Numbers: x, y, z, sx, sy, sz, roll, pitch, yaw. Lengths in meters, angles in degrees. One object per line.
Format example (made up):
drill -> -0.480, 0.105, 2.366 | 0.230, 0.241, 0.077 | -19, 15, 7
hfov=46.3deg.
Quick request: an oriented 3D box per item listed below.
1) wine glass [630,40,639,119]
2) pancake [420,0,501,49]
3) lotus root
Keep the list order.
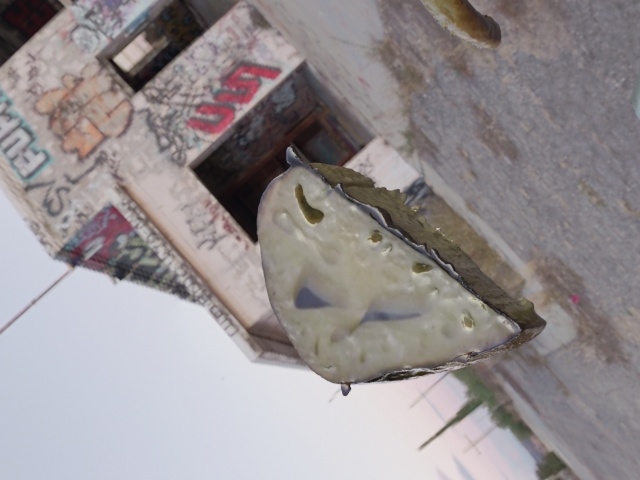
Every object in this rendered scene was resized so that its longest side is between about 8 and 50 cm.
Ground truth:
wine glass -> 0.331, -0.171, 0.653 | 0.103, 0.103, 0.231 | 51, -178, 21
pancake -> 0.177, -0.383, 1.054 | 0.266, 0.057, 0.244 | 37, -138, -44
lotus root -> 0.041, 0.040, 0.634 | 0.074, 0.170, 0.260 | 2, -142, -51
